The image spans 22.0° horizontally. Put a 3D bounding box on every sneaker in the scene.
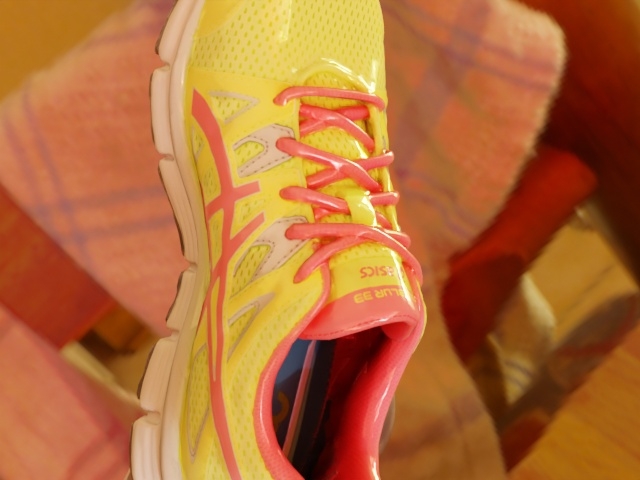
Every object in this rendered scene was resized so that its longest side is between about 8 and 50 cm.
[{"bbox_3d":[0.000,0.000,0.510,0.094,0.081,0.208,6,93,53],"label":"sneaker"}]

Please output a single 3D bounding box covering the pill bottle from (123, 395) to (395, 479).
[{"bbox_3d":[-0.035,0.117,0.978,0.246,0.130,0.130,117,165,-50],"label":"pill bottle"}]
